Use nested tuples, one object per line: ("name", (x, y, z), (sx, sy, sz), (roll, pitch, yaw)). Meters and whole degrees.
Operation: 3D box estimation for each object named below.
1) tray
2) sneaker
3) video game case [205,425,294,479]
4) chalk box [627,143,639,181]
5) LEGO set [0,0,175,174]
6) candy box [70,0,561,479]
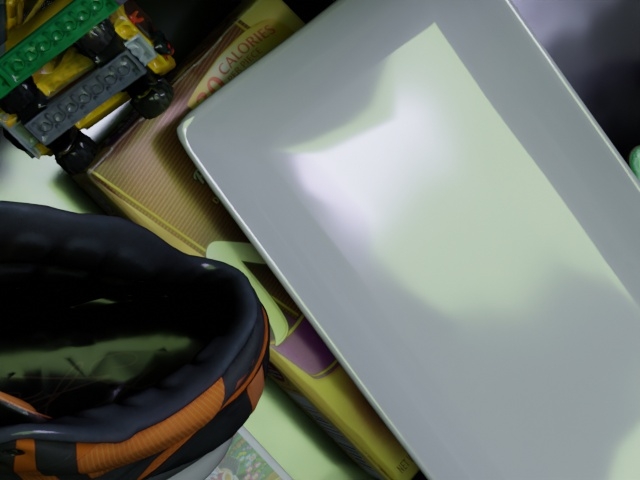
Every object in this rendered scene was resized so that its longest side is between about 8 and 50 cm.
("tray", (0.072, 0.020, 0.802), (0.145, 0.030, 0.270), (-39, 100, -11))
("sneaker", (-0.170, 0.056, 0.693), (0.321, 0.180, 0.125), (-17, 75, -15))
("video game case", (-0.075, 0.094, 0.822), (0.087, 0.011, 0.122), (-44, 101, -12))
("chalk box", (0.240, -0.034, 0.852), (0.213, 0.132, 0.132), (-16, 94, -16))
("LEGO set", (-0.193, -0.176, 0.699), (0.255, 0.192, 0.331), (-42, 122, 18))
("candy box", (0.000, 0.000, 0.824), (0.186, 0.053, 0.109), (45, 79, -10))
